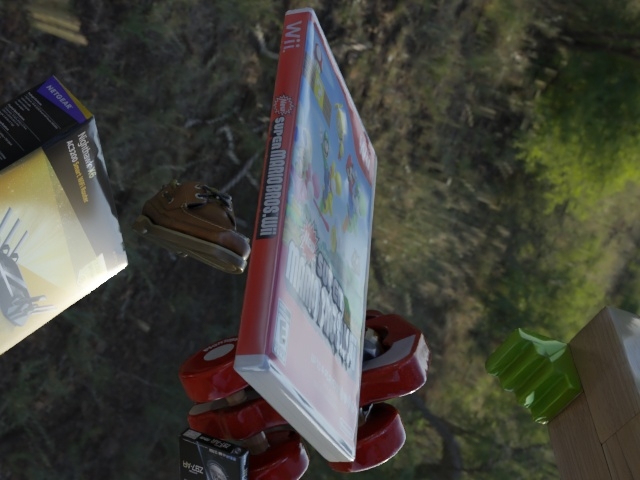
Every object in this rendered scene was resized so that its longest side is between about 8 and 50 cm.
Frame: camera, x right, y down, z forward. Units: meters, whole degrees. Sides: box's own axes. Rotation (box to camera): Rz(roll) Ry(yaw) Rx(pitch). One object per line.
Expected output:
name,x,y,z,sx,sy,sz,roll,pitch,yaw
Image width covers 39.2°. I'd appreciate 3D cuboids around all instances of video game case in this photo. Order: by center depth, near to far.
video game case,0.000,0.000,0.680,0.204,0.025,0.285,58,32,-56

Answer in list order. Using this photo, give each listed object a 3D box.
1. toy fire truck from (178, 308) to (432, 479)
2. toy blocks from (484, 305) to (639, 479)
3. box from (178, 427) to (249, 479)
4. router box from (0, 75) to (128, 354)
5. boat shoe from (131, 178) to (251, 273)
toy fire truck,-0.012,0.157,1.089,0.169,0.302,0.254,67,18,-13
toy blocks,0.325,0.210,0.651,0.191,0.381,0.261,-56,-156,37
box,-0.119,0.252,0.999,0.018,0.083,0.067,-32,130,-55
router box,-0.356,-0.006,1.026,0.243,0.081,0.309,-38,157,-24
boat shoe,-0.174,-0.033,1.230,0.110,0.307,0.104,34,81,-32
